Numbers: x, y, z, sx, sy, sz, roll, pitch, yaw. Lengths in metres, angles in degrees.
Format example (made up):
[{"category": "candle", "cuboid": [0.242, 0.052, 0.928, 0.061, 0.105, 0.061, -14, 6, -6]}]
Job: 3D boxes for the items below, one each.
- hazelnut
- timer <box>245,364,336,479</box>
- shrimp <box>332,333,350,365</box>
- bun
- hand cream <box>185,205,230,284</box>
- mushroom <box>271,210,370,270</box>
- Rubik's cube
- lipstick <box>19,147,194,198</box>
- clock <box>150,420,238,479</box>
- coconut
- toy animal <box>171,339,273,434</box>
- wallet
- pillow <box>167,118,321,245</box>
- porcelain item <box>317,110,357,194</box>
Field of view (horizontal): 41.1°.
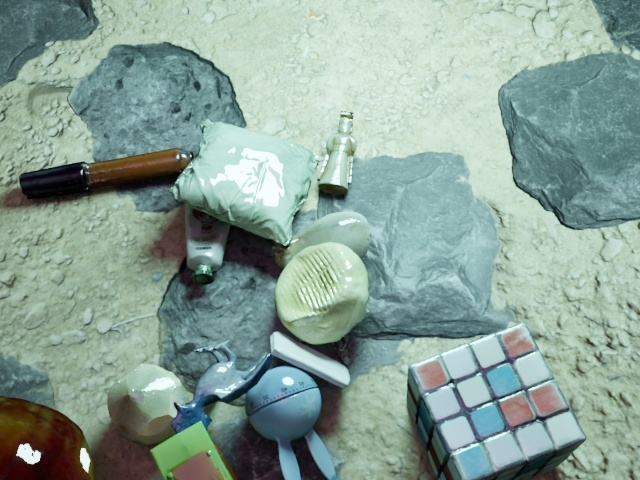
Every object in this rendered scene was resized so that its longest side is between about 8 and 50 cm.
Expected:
[{"category": "hazelnut", "cuboid": [-0.646, 0.489, 1.614, 0.429, 0.402, 0.402, -2, 64, 6]}, {"category": "timer", "cuboid": [-0.071, 0.384, 1.765, 0.175, 0.175, 0.256, -6, 93, -1]}, {"category": "shrimp", "cuboid": [0.044, 0.233, 1.882, 0.038, 0.029, 0.092, -8, 55, 6]}, {"category": "bun", "cuboid": [0.011, 0.125, 1.874, 0.229, 0.145, 0.229, -19, 51, 24]}, {"category": "hand cream", "cuboid": [-0.268, -0.052, 2.022, 0.121, 0.076, 0.336, -1, 57, 0]}, {"category": "mushroom", "cuboid": [0.000, 0.000, 1.961, 0.225, 0.093, 0.116, -10, 80, -6]}, {"category": "Rubik's cube", "cuboid": [0.330, 0.349, 1.684, 0.259, 0.256, 0.253, -18, 65, -6]}, {"category": "lipstick", "cuboid": [-0.514, -0.163, 2.071, 0.418, 0.077, 0.077, -9, 64, -1]}, {"category": "clock", "cuboid": [-0.207, 0.490, 1.640, 0.106, 0.255, 0.220, -29, 69, -10]}, {"category": "coconut", "cuboid": [-0.357, 0.336, 1.773, 0.161, 0.162, 0.161, -1, 65, 2]}, {"category": "toy animal", "cuboid": [-0.204, 0.297, 1.739, 0.255, 0.239, 0.176, -7, 81, -37]}, {"category": "wallet", "cuboid": [-0.024, 0.253, 1.808, 0.183, 0.124, 0.032, 28, 98, -9]}, {"category": "pillow", "cuboid": [-0.174, -0.141, 1.984, 0.309, 0.138, 0.283, 19, 52, -5]}, {"category": "porcelain item", "cuboid": [0.047, -0.217, 2.085, 0.084, 0.054, 0.213, 9, 66, 4]}]
